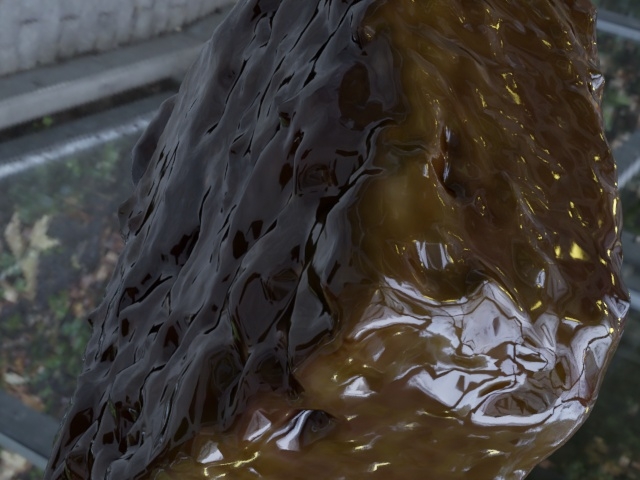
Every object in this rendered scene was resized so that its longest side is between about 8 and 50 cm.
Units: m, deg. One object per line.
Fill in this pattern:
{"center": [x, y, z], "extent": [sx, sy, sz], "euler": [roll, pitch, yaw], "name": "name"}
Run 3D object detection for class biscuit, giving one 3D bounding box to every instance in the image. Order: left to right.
{"center": [0.000, 0.000, 0.654], "extent": [0.342, 0.166, 0.395], "euler": [-49, -157, 42], "name": "biscuit"}
